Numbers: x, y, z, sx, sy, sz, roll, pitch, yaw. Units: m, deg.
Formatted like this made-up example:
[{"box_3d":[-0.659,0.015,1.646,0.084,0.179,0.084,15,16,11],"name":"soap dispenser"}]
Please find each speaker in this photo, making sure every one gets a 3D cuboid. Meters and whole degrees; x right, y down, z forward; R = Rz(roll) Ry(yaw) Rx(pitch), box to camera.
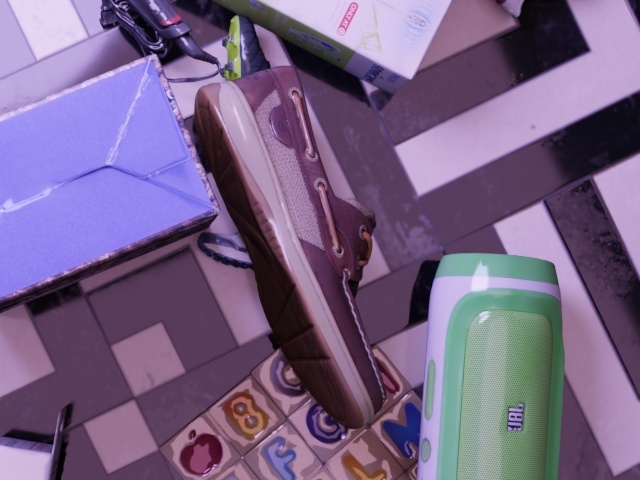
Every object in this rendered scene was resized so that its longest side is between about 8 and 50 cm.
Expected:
[{"box_3d":[0.158,0.165,1.526,0.131,0.131,0.296,5,83,-5],"name":"speaker"}]

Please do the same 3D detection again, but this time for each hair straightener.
[{"box_3d":[-0.177,-0.232,1.546,0.230,0.089,0.047,46,57,11],"name":"hair straightener"}]

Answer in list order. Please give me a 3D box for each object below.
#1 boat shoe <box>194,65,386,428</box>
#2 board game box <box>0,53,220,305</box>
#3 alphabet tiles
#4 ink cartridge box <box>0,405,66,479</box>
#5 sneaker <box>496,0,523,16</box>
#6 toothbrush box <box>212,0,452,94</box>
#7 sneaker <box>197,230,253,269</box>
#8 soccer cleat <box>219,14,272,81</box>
[{"box_3d":[0.000,0.000,1.491,0.123,0.123,0.342,-22,83,-20],"name":"boat shoe"},{"box_3d":[-0.223,-0.038,1.423,0.232,0.291,0.141,-23,91,-5],"name":"board game box"},{"box_3d":[0.017,0.278,1.571,0.285,0.011,0.342,-39,91,-5],"name":"alphabet tiles"},{"box_3d":[-0.281,0.240,1.498,0.061,0.104,0.181,10,86,-5],"name":"ink cartridge box"},{"box_3d":[0.241,-0.294,1.597,0.185,0.069,0.084,-33,103,-2],"name":"sneaker"},{"box_3d":[0.000,-0.297,1.542,0.283,0.122,0.206,28,85,-5],"name":"toothbrush box"},{"box_3d":[-0.051,0.000,1.562,0.135,0.052,0.058,9,82,-14],"name":"sneaker"},{"box_3d":[-0.052,-0.130,1.565,0.072,0.060,0.179,-10,95,-15],"name":"soccer cleat"}]
